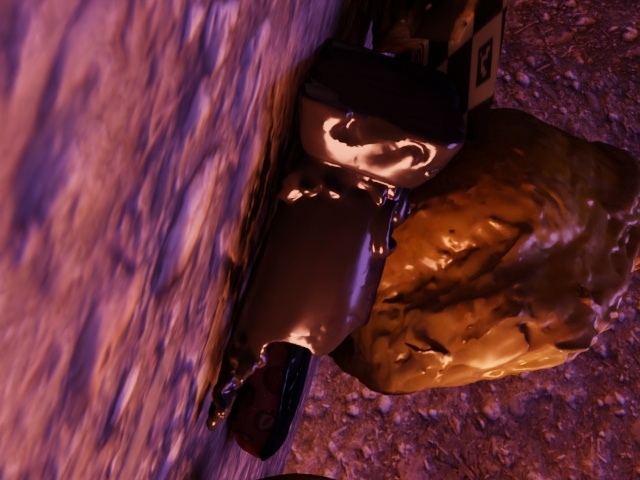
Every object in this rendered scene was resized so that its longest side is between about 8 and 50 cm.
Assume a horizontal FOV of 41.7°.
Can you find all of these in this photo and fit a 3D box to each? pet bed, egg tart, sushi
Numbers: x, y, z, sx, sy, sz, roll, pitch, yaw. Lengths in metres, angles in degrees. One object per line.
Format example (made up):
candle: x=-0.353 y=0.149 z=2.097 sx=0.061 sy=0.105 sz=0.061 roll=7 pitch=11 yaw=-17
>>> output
pet bed: x=-0.035 y=0.117 z=0.812 sx=0.201 sy=0.053 sz=0.201 roll=17 pitch=90 yaw=-85
egg tart: x=0.119 y=-0.006 z=0.754 sx=0.339 sy=0.153 sz=0.351 roll=-13 pitch=-153 yaw=52
sushi: x=0.087 y=-0.263 z=0.761 sx=0.339 sy=0.069 sz=0.320 roll=-126 pitch=-137 yaw=-75

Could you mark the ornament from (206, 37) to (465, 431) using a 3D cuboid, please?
ornament: x=0.000 y=0.000 z=0.602 sx=0.251 sy=0.106 sz=0.260 roll=-70 pitch=-177 yaw=-66

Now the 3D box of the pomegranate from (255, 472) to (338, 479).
pomegranate: x=-0.018 y=0.309 z=0.620 sx=0.270 sy=0.229 sz=0.252 roll=110 pitch=0 yaw=-56
